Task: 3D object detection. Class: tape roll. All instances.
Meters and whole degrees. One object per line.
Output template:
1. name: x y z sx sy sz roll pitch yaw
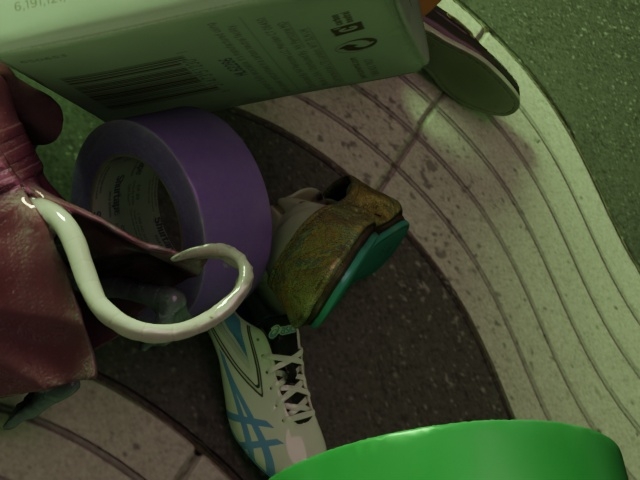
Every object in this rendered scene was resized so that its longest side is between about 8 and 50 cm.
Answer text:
1. tape roll: 0.098 0.242 1.086 0.321 0.321 0.077 11 57 -32
2. tape roll: -0.136 -0.021 1.170 0.080 0.189 0.189 -17 74 -43

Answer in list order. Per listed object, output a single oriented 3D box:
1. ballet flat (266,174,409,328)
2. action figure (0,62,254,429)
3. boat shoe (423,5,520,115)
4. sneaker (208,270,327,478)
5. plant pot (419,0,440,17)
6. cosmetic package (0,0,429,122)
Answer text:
1. ballet flat: 0.000 0.000 1.247 0.123 0.123 0.348 51 16 1
2. action figure: -0.275 -0.040 1.038 0.248 0.275 0.370 -34 99 -39
3. boat shoe: 0.157 -0.238 1.608 0.227 0.081 0.069 33 52 -13
4. sneaker: -0.047 0.123 1.219 0.085 0.086 0.237 -9 70 -42
5. plant pot: 0.029 -0.345 1.466 0.203 0.290 0.291 49 42 -26
6. cosmetic package: -0.106 -0.340 1.143 0.329 0.327 0.394 25 55 -79
